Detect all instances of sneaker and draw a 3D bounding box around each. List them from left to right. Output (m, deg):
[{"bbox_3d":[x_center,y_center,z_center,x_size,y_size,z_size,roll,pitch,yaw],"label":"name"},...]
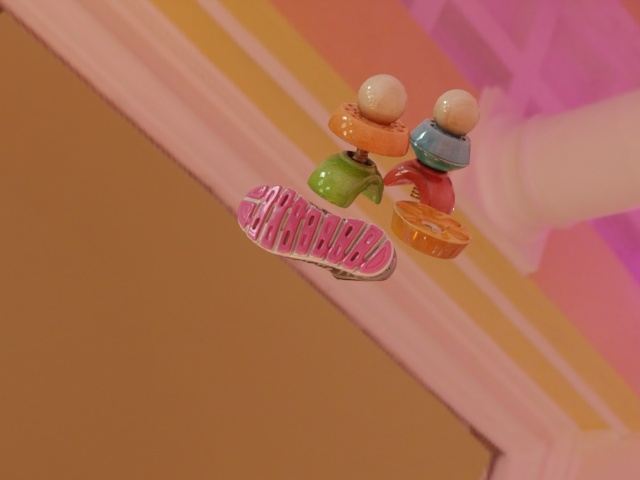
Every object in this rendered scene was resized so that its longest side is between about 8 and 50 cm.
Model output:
[{"bbox_3d":[0.000,0.000,1.014,0.063,0.170,0.075,-66,-28,-9],"label":"sneaker"}]

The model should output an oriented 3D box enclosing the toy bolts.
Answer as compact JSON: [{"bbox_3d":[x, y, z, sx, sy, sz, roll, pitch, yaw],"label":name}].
[{"bbox_3d":[0.135,-0.103,1.339,0.228,0.218,0.158,-13,-48,-57],"label":"toy bolts"}]
